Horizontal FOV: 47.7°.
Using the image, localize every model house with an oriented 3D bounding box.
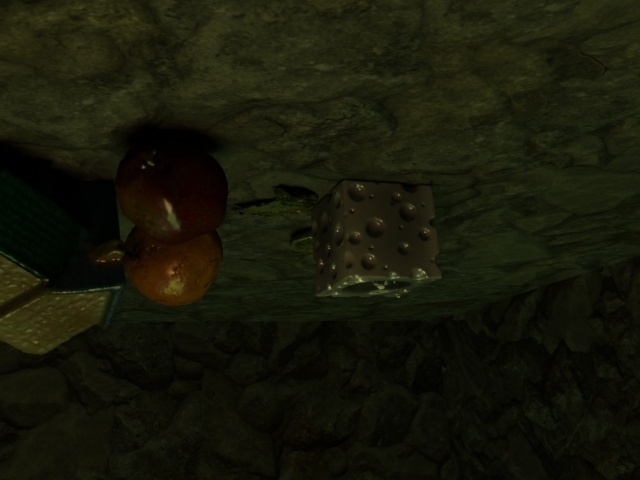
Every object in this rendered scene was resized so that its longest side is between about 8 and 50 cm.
[{"bbox_3d":[-0.599,-0.011,1.501,0.343,0.334,0.382,-27,144,16],"label":"model house"}]

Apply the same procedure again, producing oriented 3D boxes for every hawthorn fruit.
[{"bbox_3d":[-0.287,-0.110,1.373,0.208,0.208,0.248,-5,151,7],"label":"hawthorn fruit"}]

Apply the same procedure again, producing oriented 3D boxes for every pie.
[{"bbox_3d":[0.000,0.000,2.132,0.187,0.041,0.187,-4,165,-1],"label":"pie"}]

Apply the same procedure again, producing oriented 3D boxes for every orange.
[{"bbox_3d":[-0.359,0.039,1.793,0.246,0.246,0.246,-3,165,-1],"label":"orange"}]

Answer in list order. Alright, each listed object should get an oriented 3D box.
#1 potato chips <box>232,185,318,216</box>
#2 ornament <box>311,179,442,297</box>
[{"bbox_3d":[-0.100,-0.092,1.797,0.202,0.029,0.220,5,166,-30],"label":"potato chips"},{"bbox_3d":[0.129,0.004,1.790,0.240,0.239,0.239,2,165,-20],"label":"ornament"}]
